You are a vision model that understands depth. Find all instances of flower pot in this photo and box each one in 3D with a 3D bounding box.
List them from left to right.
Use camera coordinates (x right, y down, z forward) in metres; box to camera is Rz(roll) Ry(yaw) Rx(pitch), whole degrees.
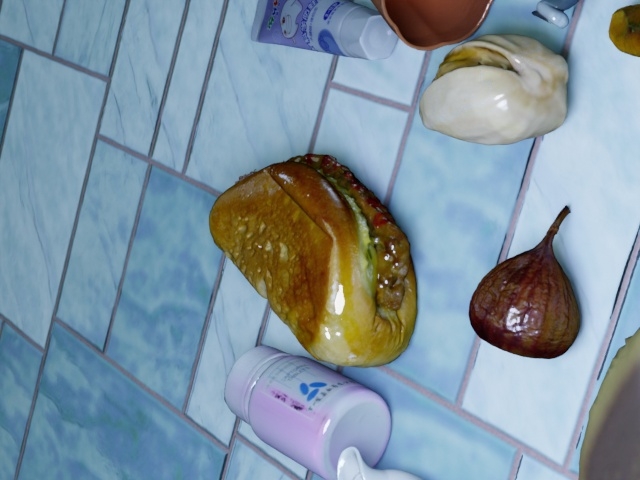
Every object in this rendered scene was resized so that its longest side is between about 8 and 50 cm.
[{"bbox_3d":[0.137,-0.388,1.637,0.173,0.191,0.190,50,122,52],"label":"flower pot"}]

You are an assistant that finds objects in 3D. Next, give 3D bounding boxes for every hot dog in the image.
[{"bbox_3d":[0.001,0.001,1.719,0.405,0.185,0.223,45,119,41],"label":"hot dog"}]

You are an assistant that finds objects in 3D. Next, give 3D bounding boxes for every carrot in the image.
[{"bbox_3d":[0.478,-0.227,1.323,0.314,0.066,0.066,21,101,44],"label":"carrot"}]

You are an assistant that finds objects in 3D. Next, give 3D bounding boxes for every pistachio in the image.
[{"bbox_3d":[0.230,-0.198,1.536,0.229,0.157,0.157,2,87,54],"label":"pistachio"}]

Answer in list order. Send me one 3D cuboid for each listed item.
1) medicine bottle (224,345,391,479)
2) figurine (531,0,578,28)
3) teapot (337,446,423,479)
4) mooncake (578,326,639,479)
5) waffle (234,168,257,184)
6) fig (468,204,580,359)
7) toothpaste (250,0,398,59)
[{"bbox_3d":[-0.025,0.258,1.744,0.254,0.152,0.152,23,102,47],"label":"medicine bottle"},{"bbox_3d":[0.331,-0.405,1.448,0.265,0.140,0.193,-51,29,2],"label":"figurine"},{"bbox_3d":[0.097,0.438,1.598,0.204,0.139,0.298,-27,66,40],"label":"teapot"},{"bbox_3d":[0.460,0.248,1.140,0.393,0.246,0.393,-17,73,51],"label":"mooncake"},{"bbox_3d":[-0.123,-0.082,1.983,0.075,0.029,0.083,-11,74,44],"label":"waffle"},{"bbox_3d":[0.280,0.051,1.459,0.146,0.134,0.201,30,99,36],"label":"fig"},{"bbox_3d":[-0.008,-0.360,1.872,0.371,0.080,0.125,30,111,53],"label":"toothpaste"}]
